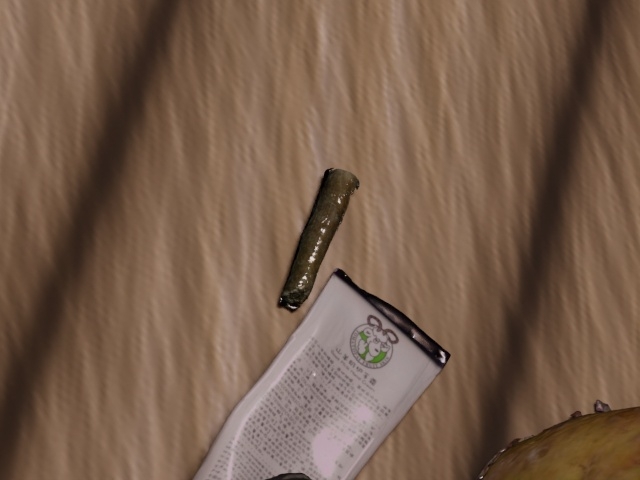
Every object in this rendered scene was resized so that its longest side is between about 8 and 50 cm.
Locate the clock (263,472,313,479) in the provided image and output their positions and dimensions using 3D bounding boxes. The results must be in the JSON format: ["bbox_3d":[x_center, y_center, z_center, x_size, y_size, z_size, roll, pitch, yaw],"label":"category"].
[{"bbox_3d":[-0.044,0.254,1.226,0.040,0.184,0.184,29,55,33],"label":"clock"}]

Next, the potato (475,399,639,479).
[{"bbox_3d":[0.281,0.234,1.321,0.301,0.237,0.288,29,62,-9],"label":"potato"}]

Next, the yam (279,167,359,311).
[{"bbox_3d":[0.000,0.000,1.428,0.033,0.027,0.129,24,64,-9],"label":"yam"}]

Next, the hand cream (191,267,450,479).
[{"bbox_3d":[-0.022,0.161,1.341,0.121,0.076,0.336,43,54,-6],"label":"hand cream"}]
